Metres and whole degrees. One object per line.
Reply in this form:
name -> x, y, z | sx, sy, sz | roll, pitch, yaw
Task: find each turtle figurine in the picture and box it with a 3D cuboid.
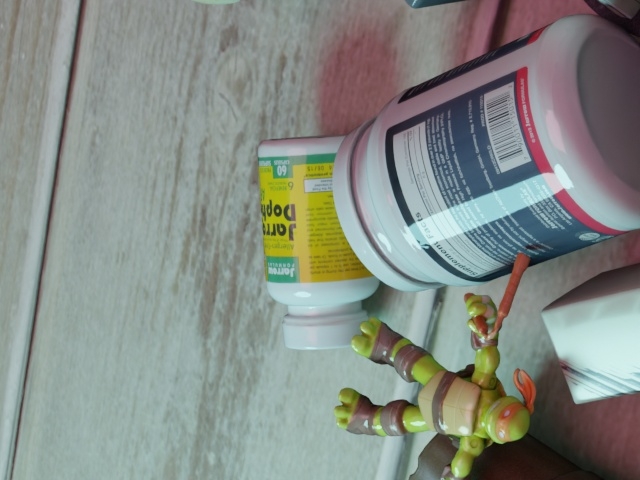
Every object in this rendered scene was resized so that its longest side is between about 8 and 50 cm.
turtle figurine -> 0.117, 0.131, 1.497 | 0.217, 0.087, 0.270 | 14, 100, 48

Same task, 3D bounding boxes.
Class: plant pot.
plant pot -> 0.177, 0.250, 1.543 | 0.165, 0.167, 0.167 | 39, 119, 38

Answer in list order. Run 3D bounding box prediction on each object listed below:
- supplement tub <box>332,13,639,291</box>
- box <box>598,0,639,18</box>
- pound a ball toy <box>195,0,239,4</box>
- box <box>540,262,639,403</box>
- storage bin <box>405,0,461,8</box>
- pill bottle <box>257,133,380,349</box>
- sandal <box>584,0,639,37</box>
supplement tub -> 0.164, -0.069, 1.485 | 0.272, 0.191, 0.191 | -22, 81, 41
box -> 0.278, -0.346, 1.338 | 0.121, 0.148, 0.311 | 44, 104, 27
pound a ball toy -> -0.035, -0.393, 1.631 | 0.319, 0.135, 0.208 | -60, 24, 28
box -> 0.330, 0.058, 1.396 | 0.275, 0.113, 0.094 | -17, 96, 46
storage bin -> 0.121, -0.272, 1.544 | 0.098, 0.135, 0.091 | 56, 135, 20
pill bottle -> 0.000, 0.000, 1.682 | 0.117, 0.117, 0.209 | 1, 96, 40
sandal -> 0.316, -0.207, 1.441 | 0.254, 0.054, 0.097 | 39, 126, 20
